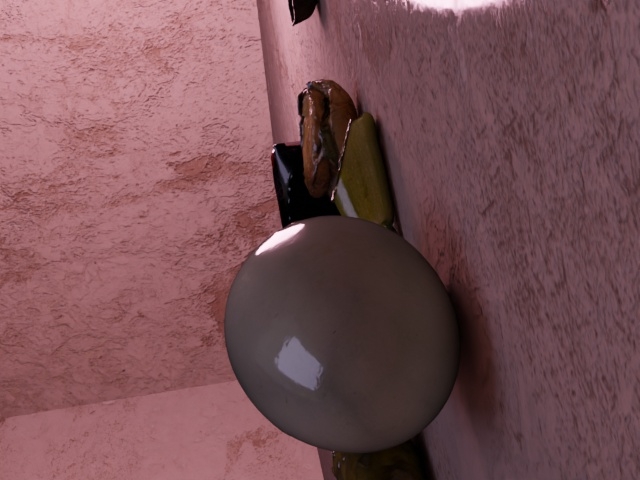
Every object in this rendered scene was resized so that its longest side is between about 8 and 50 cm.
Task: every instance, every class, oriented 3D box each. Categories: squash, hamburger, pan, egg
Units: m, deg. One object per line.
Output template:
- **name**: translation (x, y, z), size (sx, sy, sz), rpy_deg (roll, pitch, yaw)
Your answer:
- **squash**: translation (0.051, -0.058, 1.566), size (0.090, 0.075, 0.200), rpy_deg (-48, 47, 50)
- **hamburger**: translation (0.024, -0.136, 1.748), size (0.102, 0.087, 0.176), rpy_deg (-157, 64, -72)
- **pan**: translation (-0.036, -0.450, 2.045), size (0.202, 0.048, 0.128), rpy_deg (84, 174, -47)
- **egg**: translation (0.021, 0.094, 1.261), size (0.371, 0.230, 0.230), rpy_deg (-137, 38, -76)

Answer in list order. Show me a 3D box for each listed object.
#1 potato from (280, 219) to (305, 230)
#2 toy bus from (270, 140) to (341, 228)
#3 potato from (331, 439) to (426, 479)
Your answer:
- **potato**: translation (-0.005, 0.110, 1.660), size (0.326, 0.221, 0.243), rpy_deg (-97, 0, -51)
- **toy bus**: translation (0.008, -0.009, 1.887), size (0.147, 0.127, 0.302), rpy_deg (-96, -3, -78)
- **potato**: translation (0.086, 0.320, 1.657), size (0.251, 0.113, 0.149), rpy_deg (-134, 42, -67)
